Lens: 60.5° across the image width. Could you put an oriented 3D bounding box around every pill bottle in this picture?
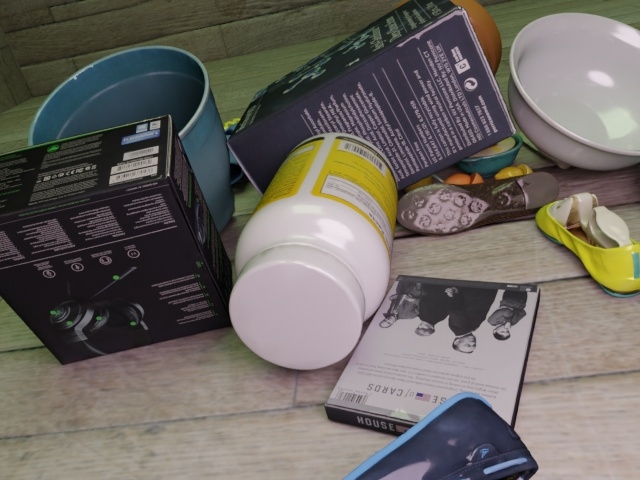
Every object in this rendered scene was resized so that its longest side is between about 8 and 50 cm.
[{"bbox_3d":[0.000,0.000,0.707,0.187,0.188,0.334,-5,28,14],"label":"pill bottle"}]

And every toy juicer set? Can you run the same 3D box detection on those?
[{"bbox_3d":[0.314,-0.155,0.968,0.329,0.090,0.209,-22,29,-18],"label":"toy juicer set"}]

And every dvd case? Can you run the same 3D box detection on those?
[{"bbox_3d":[0.132,0.118,0.602,0.179,0.030,0.239,3,32,28],"label":"dvd case"}]

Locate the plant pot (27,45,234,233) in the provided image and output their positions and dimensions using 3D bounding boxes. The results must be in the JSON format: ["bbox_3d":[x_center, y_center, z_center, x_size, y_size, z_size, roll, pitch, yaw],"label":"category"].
[{"bbox_3d":[-0.264,-0.121,0.879,0.271,0.255,0.272,-6,55,9],"label":"plant pot"}]

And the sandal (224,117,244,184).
[{"bbox_3d":[-0.205,-0.161,1.180,0.138,0.126,0.317,19,49,39],"label":"sandal"}]

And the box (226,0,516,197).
[{"bbox_3d":[0.079,-0.223,0.946,0.395,0.212,0.293,-27,25,16],"label":"box"}]

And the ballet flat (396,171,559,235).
[{"bbox_3d":[0.240,-0.058,0.854,0.249,0.084,0.058,-12,-5,3],"label":"ballet flat"}]

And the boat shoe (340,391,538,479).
[{"bbox_3d":[0.058,0.205,0.388,0.258,0.109,0.089,-35,49,-23],"label":"boat shoe"}]

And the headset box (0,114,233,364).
[{"bbox_3d":[-0.259,0.017,0.701,0.246,0.283,0.131,-14,44,0],"label":"headset box"}]

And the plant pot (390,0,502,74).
[{"bbox_3d":[0.248,-0.384,1.254,0.290,0.291,0.203,4,48,28],"label":"plant pot"}]

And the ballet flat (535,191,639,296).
[{"bbox_3d":[0.348,-0.017,0.711,0.077,0.077,0.231,-12,27,3],"label":"ballet flat"}]

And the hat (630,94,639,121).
[{"bbox_3d":[0.572,-0.250,0.934,0.208,0.184,0.173,17,40,43],"label":"hat"}]

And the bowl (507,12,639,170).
[{"bbox_3d":[0.428,-0.218,0.892,0.297,0.134,0.298,3,61,-5],"label":"bowl"}]

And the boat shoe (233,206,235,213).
[{"bbox_3d":[-0.304,-0.060,1.049,0.285,0.089,0.105,-5,29,14],"label":"boat shoe"}]
